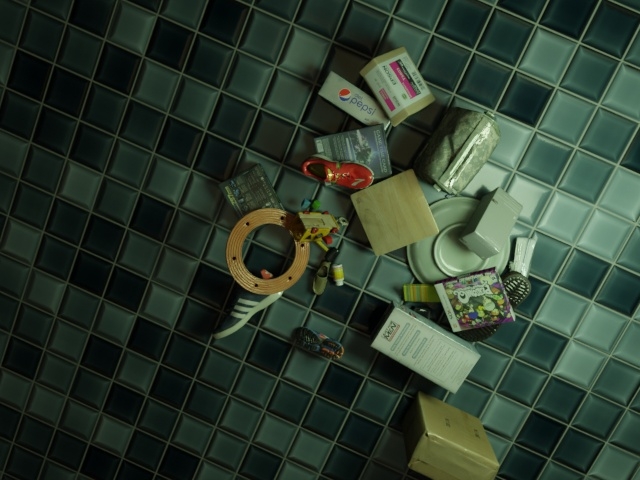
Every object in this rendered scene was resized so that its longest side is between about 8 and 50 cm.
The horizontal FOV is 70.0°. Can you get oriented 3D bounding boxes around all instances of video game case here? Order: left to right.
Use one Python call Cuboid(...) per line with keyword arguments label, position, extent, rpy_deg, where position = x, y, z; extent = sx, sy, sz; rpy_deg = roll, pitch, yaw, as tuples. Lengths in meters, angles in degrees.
Cuboid(label="video game case", position=(0.121, -0.317, 1.723), extent=(0.274, 0.026, 0.196), rpy_deg=(-7, 107, 21))
Cuboid(label="video game case", position=(0.566, 0.221, 1.686), extent=(0.232, 0.042, 0.210), rpy_deg=(-18, 103, 29))

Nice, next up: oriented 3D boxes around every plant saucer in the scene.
Cuboid(label="plant saucer", position=(0.534, 0.034, 1.755), extent=(0.400, 0.100, 0.401), rpy_deg=(1, 99, 5))

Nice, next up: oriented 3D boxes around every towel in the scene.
Cuboid(label="towel", position=(0.445, 0.205, 1.788), extent=(0.237, 0.021, 0.102), rpy_deg=(-1, 136, 14))

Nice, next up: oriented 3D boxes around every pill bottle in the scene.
Cuboid(label="pill bottle", position=(0.070, 0.137, 1.838), extent=(0.043, 0.043, 0.083), rpy_deg=(-8, 98, 6))

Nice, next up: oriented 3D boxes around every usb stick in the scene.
Cuboid(label="usb stick", position=(0.395, 0.400, 1.850), extent=(0.077, 0.045, 0.278), rpy_deg=(4, 99, -2))

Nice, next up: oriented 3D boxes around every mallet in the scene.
Cuboid(label="mallet", position=(0.000, 0.000, 1.830), extent=(0.062, 0.039, 0.190), rpy_deg=(-40, 88, 1))

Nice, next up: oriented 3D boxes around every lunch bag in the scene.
Cuboid(label="lunch bag", position=(0.482, -0.311, 1.627), extent=(0.212, 0.256, 0.305), rpy_deg=(34, 100, -1))

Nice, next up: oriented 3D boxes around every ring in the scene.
Cuboid(label="ring", position=(-0.202, 0.042, 1.766), extent=(0.336, 0.032, 0.337), rpy_deg=(-4, 99, -24))

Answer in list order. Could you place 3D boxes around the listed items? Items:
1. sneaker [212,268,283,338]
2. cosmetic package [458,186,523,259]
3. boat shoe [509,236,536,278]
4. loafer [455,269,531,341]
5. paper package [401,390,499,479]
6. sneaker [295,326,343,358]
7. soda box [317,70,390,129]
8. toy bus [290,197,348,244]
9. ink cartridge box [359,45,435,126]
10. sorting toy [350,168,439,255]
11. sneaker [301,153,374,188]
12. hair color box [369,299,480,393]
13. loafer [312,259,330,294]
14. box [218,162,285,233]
Cuboid(label="sneaker", position=(-0.319, 0.249, 1.851), extent=(0.350, 0.131, 0.148), rpy_deg=(-38, 95, -1))
Cuboid(label="cosmetic package", position=(0.615, -0.061, 1.648), extent=(0.127, 0.107, 0.238), rpy_deg=(37, 61, -5))
Cuboid(label="boat shoe", position=(0.769, 0.095, 1.765), extent=(0.075, 0.083, 0.227), rpy_deg=(16, 101, 30))
Cuboid(label="loafer", position=(0.663, 0.253, 1.756), extent=(0.134, 0.130, 0.366), rpy_deg=(42, 121, 5))
Cuboid(label="paper package", position=(0.486, 0.776, 1.757), extent=(0.309, 0.325, 0.168), rpy_deg=(25, 99, 1))
Cuboid(label="sneaker", position=(-0.003, 0.419, 1.871), extent=(0.221, 0.087, 0.083), rpy_deg=(25, 91, 18))
Cuboid(label="soda box", position=(0.137, -0.510, 1.709), extent=(0.286, 0.091, 0.098), rpy_deg=(32, 102, 0))
Cuboid(label="toy bus", position=(-0.017, -0.047, 1.770), extent=(0.202, 0.191, 0.104), rpy_deg=(33, 128, -5))
Cuboid(label="ink cartridge box", position=(0.280, -0.555, 1.641), extent=(0.235, 0.193, 0.088), rpy_deg=(57, 143, -5))
Cuboid(label="sorting toy", position=(0.284, -0.108, 1.739), extent=(0.255, 0.089, 0.257), rpy_deg=(-22, 95, 20))
Cuboid(label="sneaker", position=(0.056, -0.242, 1.694), extent=(0.278, 0.118, 0.107), rpy_deg=(14, 116, 16))
Cuboid(label="hair color box", position=(0.398, 0.408, 1.770), extent=(0.374, 0.113, 0.185), rpy_deg=(30, 100, -1))
Cuboid(label="loafer", position=(0.000, 0.151, 1.843), extent=(0.056, 0.050, 0.148), rpy_deg=(13, 99, 4))
Cuboid(label="box", position=(-0.267, -0.162, 1.813), extent=(0.183, 0.059, 0.233), rpy_deg=(-27, 96, 8))
